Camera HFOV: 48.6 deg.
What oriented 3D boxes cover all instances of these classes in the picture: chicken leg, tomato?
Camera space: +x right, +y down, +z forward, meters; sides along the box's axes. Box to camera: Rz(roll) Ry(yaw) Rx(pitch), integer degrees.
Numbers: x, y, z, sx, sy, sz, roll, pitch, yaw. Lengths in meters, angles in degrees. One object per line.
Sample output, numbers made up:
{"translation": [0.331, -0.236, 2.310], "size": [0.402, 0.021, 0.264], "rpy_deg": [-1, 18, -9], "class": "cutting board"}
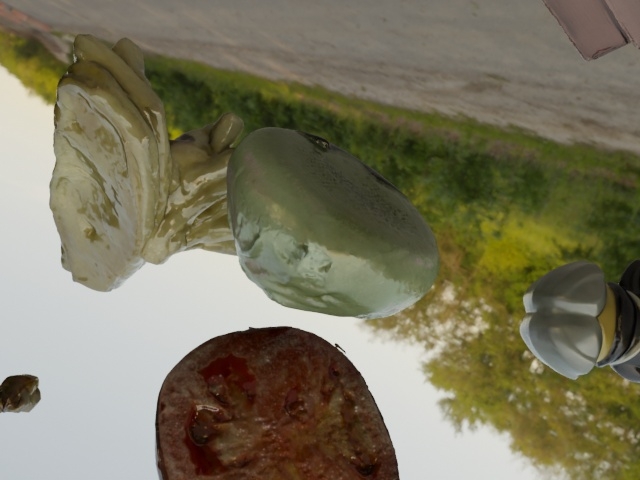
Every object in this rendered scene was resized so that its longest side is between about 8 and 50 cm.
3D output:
{"translation": [-0.508, 0.254, 0.991], "size": [0.087, 0.252, 0.107], "rpy_deg": [67, 180, -68], "class": "chicken leg"}
{"translation": [-0.074, 0.284, 0.935], "size": [0.338, 0.143, 0.338], "rpy_deg": [14, -131, -16], "class": "tomato"}

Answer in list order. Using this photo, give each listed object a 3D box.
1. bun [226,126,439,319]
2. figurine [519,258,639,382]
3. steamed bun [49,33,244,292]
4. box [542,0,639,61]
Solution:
{"translation": [0.000, 0.000, 0.862], "size": [0.283, 0.179, 0.283], "rpy_deg": [30, -156, -15], "class": "bun"}
{"translation": [0.392, 0.103, 0.951], "size": [0.236, 0.176, 0.133], "rpy_deg": [8, 170, -8], "class": "figurine"}
{"translation": [-0.217, -0.068, 0.953], "size": [0.247, 0.428, 0.189], "rpy_deg": [41, -129, 16], "class": "steamed bun"}
{"translation": [0.267, -0.320, 0.702], "size": [0.215, 0.215, 0.086], "rpy_deg": [46, 141, -21], "class": "box"}
